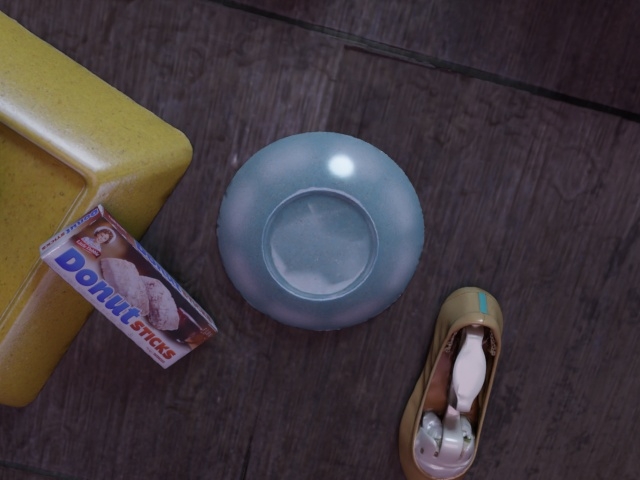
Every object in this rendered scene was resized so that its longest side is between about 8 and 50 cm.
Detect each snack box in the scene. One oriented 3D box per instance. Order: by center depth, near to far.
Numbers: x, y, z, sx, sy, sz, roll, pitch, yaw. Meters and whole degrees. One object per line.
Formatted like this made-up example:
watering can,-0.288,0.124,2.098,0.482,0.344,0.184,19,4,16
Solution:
snack box,-0.166,0.046,0.732,0.064,0.022,0.178,-34,131,2

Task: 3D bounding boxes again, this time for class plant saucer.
plant saucer,-0.337,-0.035,0.722,0.332,0.081,0.333,33,105,-10
plant saucer,0.000,0.000,0.751,0.194,0.037,0.195,0,108,0

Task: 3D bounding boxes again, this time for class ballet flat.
ballet flat,0.121,0.159,0.781,0.080,0.073,0.232,7,108,-1
